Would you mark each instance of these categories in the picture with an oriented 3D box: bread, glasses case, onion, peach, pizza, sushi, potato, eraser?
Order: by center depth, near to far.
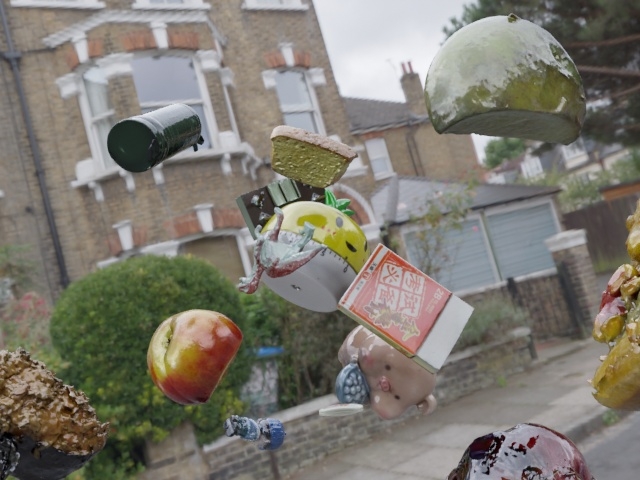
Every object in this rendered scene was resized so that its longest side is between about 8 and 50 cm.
[{"bbox_3d":[0.339,-0.006,0.625,0.251,0.074,0.287,105,-168,-54],"label":"pizza"},{"bbox_3d":[0.311,0.425,1.071,0.281,0.221,0.281,-29,13,7],"label":"onion"},{"bbox_3d":[0.290,-0.244,1.104,0.255,0.269,0.112,-31,-12,-35],"label":"potato"},{"bbox_3d":[0.039,0.316,1.268,0.083,0.021,0.032,-6,-2,5],"label":"glasses case"},{"bbox_3d":[-0.228,0.225,1.300,0.190,0.190,0.192,-20,-39,39],"label":"peach"},{"bbox_3d":[0.167,0.132,1.328,0.157,0.230,0.038,-54,-3,-25],"label":"eraser"},{"bbox_3d":[-0.021,-0.172,1.424,0.187,0.103,0.065,20,31,0],"label":"bread"},{"bbox_3d":[-0.628,0.394,1.445,0.207,0.234,0.348,-31,-55,21],"label":"sushi"}]

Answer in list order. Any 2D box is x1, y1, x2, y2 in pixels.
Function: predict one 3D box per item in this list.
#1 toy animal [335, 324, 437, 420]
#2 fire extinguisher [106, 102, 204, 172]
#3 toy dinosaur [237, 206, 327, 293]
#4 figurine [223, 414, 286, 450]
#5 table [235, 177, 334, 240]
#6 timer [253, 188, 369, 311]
[{"bbox_3d":[0.153,0.292,1.577,0.229,0.210,0.221,-19,11,12],"label":"toy animal"},{"bbox_3d":[-0.295,-0.201,1.310,0.095,0.114,0.311,-22,15,15],"label":"fire extinguisher"},{"bbox_3d":[-0.063,0.032,1.171,0.053,0.167,0.242,14,2,-38],"label":"toy dinosaur"},{"bbox_3d":[-0.153,0.446,1.602,0.149,0.087,0.086,31,9,-34],"label":"figurine"},{"bbox_3d":[-0.079,-0.106,1.780,0.240,0.121,0.111,-24,-1,-29],"label":"table"},{"bbox_3d":[0.000,0.000,1.581,0.285,0.285,0.285,-16,-5,-2],"label":"timer"}]
